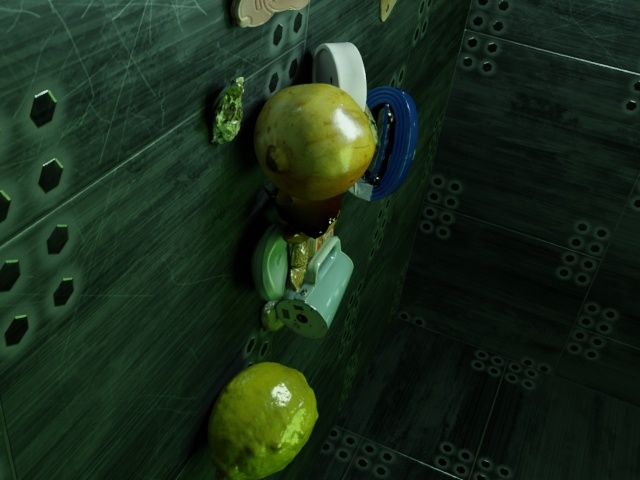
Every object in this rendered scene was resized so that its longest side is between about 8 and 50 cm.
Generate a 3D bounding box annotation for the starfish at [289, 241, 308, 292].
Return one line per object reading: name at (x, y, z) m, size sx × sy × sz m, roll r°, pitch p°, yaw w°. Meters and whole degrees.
starfish at (-0.053, 0.056, 1.865) m, size 0.240 × 0.043 × 0.227 m, roll 99°, pitch 3°, yaw -54°

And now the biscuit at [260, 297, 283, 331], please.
biscuit at (-0.109, 0.200, 2.151) m, size 0.290 × 0.038 × 0.141 m, roll -43°, pitch 149°, yaw -59°

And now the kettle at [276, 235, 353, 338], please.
kettle at (-0.007, 0.120, 2.059) m, size 0.243 × 0.160 × 0.210 m, roll -59°, pitch 151°, yaw -37°

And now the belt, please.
belt at (0.179, -0.296, 2.216) m, size 0.117 × 0.212 × 0.346 m, roll -30°, pitch 133°, yaw -69°

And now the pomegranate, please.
pomegranate at (-0.020, -0.213, 1.553) m, size 0.264 × 0.264 × 0.264 m, roll 20°, pitch 90°, yaw -75°

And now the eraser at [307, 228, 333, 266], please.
eraser at (0.000, 0.000, 2.226) m, size 0.157 × 0.038 × 0.230 m, roll -37°, pitch 134°, yaw -66°

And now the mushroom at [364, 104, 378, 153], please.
mushroom at (0.080, -0.324, 2.044) m, size 0.285 × 0.156 × 0.151 m, roll 89°, pitch -2°, yaw -55°

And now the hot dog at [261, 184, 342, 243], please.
hot dog at (-0.048, -0.074, 1.767) m, size 0.326 × 0.194 × 0.107 m, roll -55°, pitch 165°, yaw -58°

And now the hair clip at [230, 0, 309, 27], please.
hair clip at (-0.091, -0.441, 1.305) m, size 0.138 × 0.102 × 0.123 m, roll -63°, pitch 160°, yaw -23°

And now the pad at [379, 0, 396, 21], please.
pad at (0.230, -0.825, 2.112) m, size 0.286 × 0.018 × 0.284 m, roll -62°, pitch 163°, yaw -23°

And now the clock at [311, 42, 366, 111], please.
clock at (0.041, -0.364, 1.707) m, size 0.197 × 0.068 × 0.196 m, roll 171°, pitch -90°, yaw -73°

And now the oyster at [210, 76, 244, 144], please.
oyster at (-0.175, -0.240, 1.366) m, size 0.108 × 0.053 × 0.165 m, roll -53°, pitch 167°, yaw -20°

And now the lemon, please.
lemon at (-0.158, 0.473, 1.915) m, size 0.316 × 0.285 × 0.285 m, roll -13°, pitch 126°, yaw -40°

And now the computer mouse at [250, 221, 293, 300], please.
computer mouse at (-0.119, 0.055, 1.844) m, size 0.331 × 0.095 × 0.197 m, roll 47°, pitch 54°, yaw -84°
